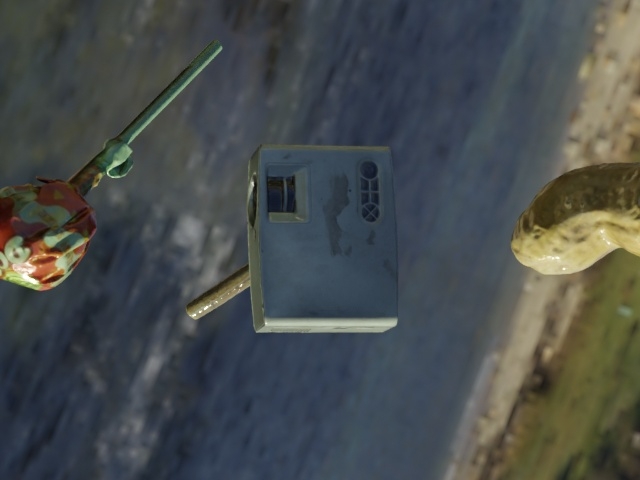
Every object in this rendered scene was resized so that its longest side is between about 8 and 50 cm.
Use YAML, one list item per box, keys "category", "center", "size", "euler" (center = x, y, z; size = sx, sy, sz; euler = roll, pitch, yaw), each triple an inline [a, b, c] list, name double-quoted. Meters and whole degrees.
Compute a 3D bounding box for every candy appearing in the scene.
- category: "candy"
  center: [-0.163, -0.071, 1.483]
  size: [0.288, 0.084, 0.078]
  euler: [-51, 179, -34]

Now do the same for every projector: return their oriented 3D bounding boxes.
- category: "projector"
  center: [0.000, 0.000, 1.543]
  size: [0.061, 0.115, 0.147]
  euler: [141, -51, -71]

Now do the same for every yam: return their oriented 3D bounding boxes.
- category: "yam"
  center: [-0.081, 0.041, 1.834]
  size: [0.116, 0.021, 0.021]
  euler: [-32, -176, 20]

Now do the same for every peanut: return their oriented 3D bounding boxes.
- category: "peanut"
  center: [0.286, -0.026, 1.784]
  size: [0.103, 0.229, 0.098]
  euler: [-22, 99, -61]
